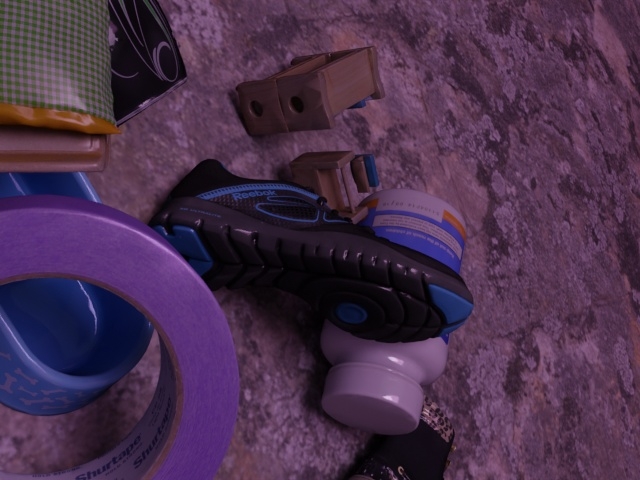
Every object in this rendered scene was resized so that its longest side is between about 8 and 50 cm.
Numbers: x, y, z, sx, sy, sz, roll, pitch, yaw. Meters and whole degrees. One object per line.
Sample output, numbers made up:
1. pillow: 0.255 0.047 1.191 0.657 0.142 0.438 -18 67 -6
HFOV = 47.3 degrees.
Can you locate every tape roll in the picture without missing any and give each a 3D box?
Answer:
1. tape roll: -0.202 0.107 0.538 0.275 0.090 0.275 -4 101 -21

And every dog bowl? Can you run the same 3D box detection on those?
1. dog bowl: -0.253 0.009 0.634 0.166 0.074 0.297 -38 103 -45

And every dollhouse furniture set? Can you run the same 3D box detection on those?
1. dollhouse furniture set: 0.001 -0.130 0.915 0.129 0.129 0.184 -38 122 -45
2. dollhouse furniture set: -0.285 -0.146 0.480 0.301 0.151 0.197 -2 86 -19

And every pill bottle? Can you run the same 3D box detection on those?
1. pill bottle: 0.085 0.084 0.883 0.152 0.152 0.272 38 52 -29

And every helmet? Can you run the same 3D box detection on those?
1. helmet: -0.219 -0.186 0.675 0.161 0.169 0.169 59 44 -18

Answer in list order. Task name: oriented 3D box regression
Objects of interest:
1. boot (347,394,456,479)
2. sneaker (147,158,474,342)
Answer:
1. boot: 0.135 0.320 0.894 0.236 0.085 0.178 54 43 -15
2. sneaker: 0.000 0.000 0.765 0.341 0.125 0.140 19 45 -1
